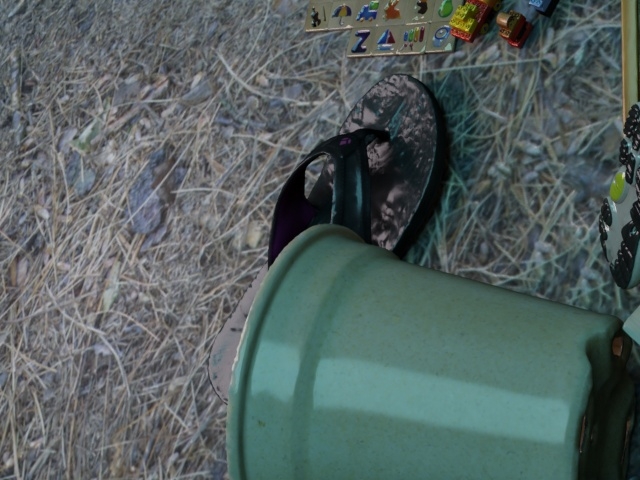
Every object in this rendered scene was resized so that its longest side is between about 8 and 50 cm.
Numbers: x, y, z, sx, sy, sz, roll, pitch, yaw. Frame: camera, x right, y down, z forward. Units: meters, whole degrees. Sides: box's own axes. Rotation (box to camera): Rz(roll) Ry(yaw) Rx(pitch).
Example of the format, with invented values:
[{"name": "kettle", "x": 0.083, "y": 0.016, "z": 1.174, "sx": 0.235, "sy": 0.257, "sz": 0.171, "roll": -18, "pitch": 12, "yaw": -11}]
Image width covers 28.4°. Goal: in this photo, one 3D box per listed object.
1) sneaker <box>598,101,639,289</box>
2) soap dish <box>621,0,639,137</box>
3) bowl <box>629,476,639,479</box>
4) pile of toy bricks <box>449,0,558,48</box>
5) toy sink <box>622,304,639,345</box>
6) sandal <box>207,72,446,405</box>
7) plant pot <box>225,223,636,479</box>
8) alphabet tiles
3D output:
[{"name": "sneaker", "x": 0.339, "y": -0.059, "z": 1.156, "sx": 0.118, "sy": 0.279, "sz": 0.107, "roll": -11, "pitch": 61, "yaw": -11}, {"name": "soap dish", "x": 0.418, "y": -0.182, "z": 1.194, "sx": 0.291, "sy": 0.118, "sz": 0.228, "roll": -2, "pitch": 86, "yaw": 34}, {"name": "bowl", "x": 0.259, "y": 0.370, "z": 1.045, "sx": 0.163, "sy": 0.311, "sz": 0.311, "roll": 27, "pitch": 90, "yaw": 21}, {"name": "pile of toy bricks", "x": 0.215, "y": -0.330, "z": 1.437, "sx": 0.118, "sy": 0.105, "sz": 0.212, "roll": 29, "pitch": 91, "yaw": 40}, {"name": "toy sink", "x": 0.409, "y": 0.043, "z": 1.122, "sx": 0.234, "sy": 0.153, "sz": 0.131, "roll": -50, "pitch": 51, "yaw": 11}, {"name": "sandal", "x": 0.001, "y": 0.002, "z": 1.467, "sx": 0.167, "sy": 0.107, "sz": 0.445, "roll": 31, "pitch": 92, "yaw": 40}, {"name": "plant pot", "x": 0.125, "y": 0.162, "z": 1.205, "sx": 0.305, "sy": 0.334, "sz": 0.333, "roll": 6, "pitch": 76, "yaw": 27}, {"name": "alphabet tiles", "x": 0.085, "y": -0.323, "z": 1.594, "sx": 0.237, "sy": 0.009, "sz": 0.198, "roll": 3, "pitch": 75, "yaw": 38}]
